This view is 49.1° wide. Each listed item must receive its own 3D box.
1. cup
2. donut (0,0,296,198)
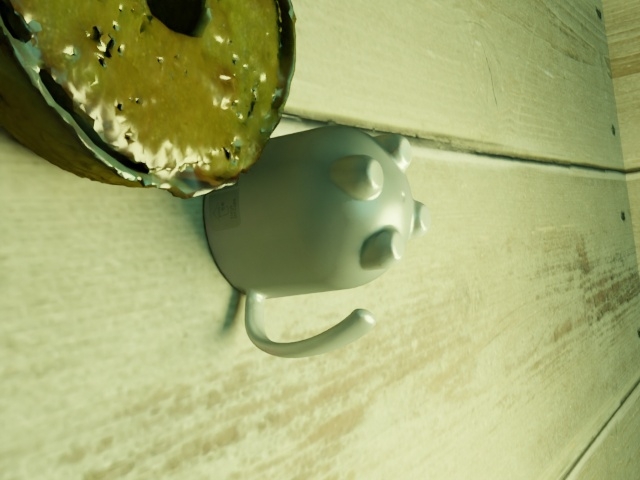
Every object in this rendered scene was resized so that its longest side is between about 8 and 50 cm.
[{"bbox_3d":[-0.004,-0.012,0.549,0.134,0.142,0.173,62,39,-28],"label":"cup"},{"bbox_3d":[-0.125,-0.155,0.441,0.272,0.107,0.272,5,84,-58],"label":"donut"}]
